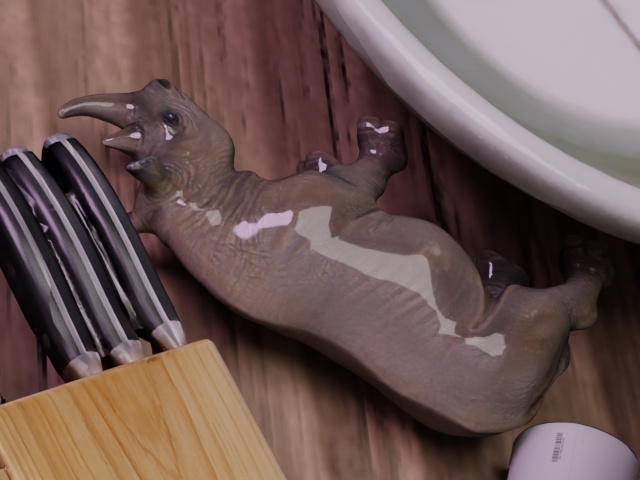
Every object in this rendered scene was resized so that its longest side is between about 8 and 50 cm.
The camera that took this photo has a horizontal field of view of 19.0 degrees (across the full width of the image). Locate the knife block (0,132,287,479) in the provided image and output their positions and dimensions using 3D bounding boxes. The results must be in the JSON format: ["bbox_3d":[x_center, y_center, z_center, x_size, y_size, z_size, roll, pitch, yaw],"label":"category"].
[{"bbox_3d":[-0.059,0.097,0.703,0.276,0.088,0.242,24,55,-9],"label":"knife block"}]

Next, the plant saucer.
[{"bbox_3d":[0.128,-0.143,0.912,0.400,0.100,0.400,14,53,-20],"label":"plant saucer"}]

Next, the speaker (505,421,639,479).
[{"bbox_3d":[0.092,0.143,0.762,0.055,0.055,0.136,22,55,-10],"label":"speaker"}]

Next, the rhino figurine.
[{"bbox_3d":[0.000,0.000,0.798,0.243,0.073,0.106,28,51,-4],"label":"rhino figurine"}]
